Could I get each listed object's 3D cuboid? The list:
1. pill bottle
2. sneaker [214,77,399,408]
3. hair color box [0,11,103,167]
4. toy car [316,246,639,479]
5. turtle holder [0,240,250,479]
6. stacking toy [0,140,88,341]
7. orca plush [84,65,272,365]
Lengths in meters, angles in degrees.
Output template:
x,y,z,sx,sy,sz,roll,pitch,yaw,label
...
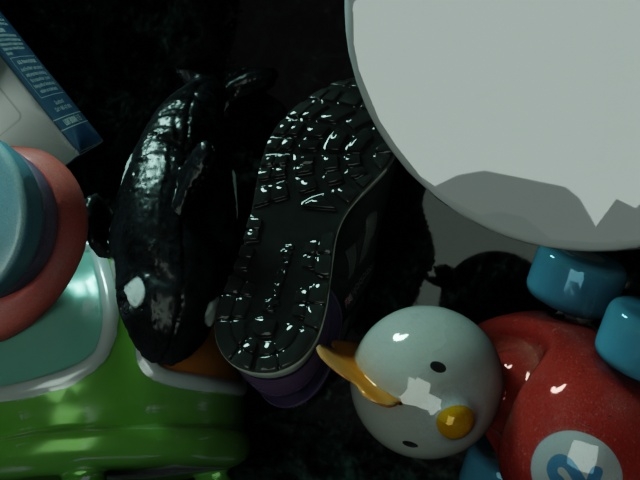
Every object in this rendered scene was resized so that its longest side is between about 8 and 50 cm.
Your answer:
x,y,z,sx,sy,sz,roll,pitch,yaw,label
0.141,-0.109,0.512,0.210,0.363,0.210,3,99,17,pill bottle
0.000,0.000,0.862,0.107,0.124,0.283,14,65,22,sneaker
-0.376,-0.170,0.935,0.174,0.105,0.347,-36,100,8,hair color box
0.112,0.117,0.760,0.238,0.210,0.219,10,108,-19,toy car
-0.210,0.134,0.928,0.320,0.243,0.227,-25,65,50,turtle holder
-0.351,-0.044,0.794,0.279,0.130,0.309,-37,76,13,stacking toy
-0.087,-0.047,0.833,0.151,0.287,0.102,32,142,-12,orca plush
